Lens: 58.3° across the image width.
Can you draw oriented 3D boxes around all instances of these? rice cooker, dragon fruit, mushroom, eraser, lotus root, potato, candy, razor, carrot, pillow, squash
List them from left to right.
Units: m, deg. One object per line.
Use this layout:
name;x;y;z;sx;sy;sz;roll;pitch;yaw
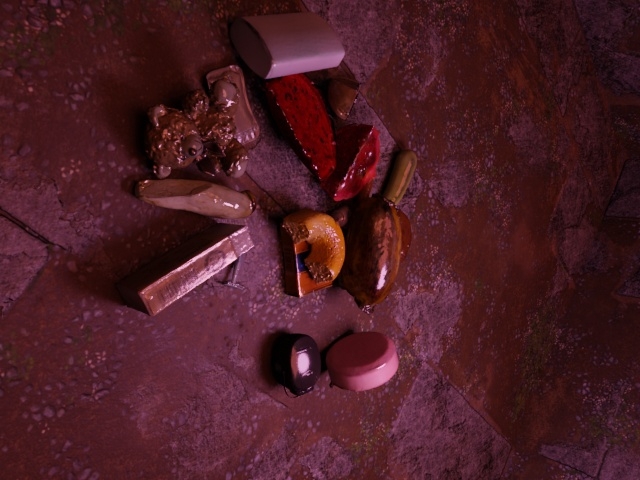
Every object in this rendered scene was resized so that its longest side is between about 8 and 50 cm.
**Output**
eraser;-0.343;0.063;1.487;0.343;0.144;0.078;-35;118;-34
mushroom;-0.315;-0.113;1.512;0.333;0.107;0.087;11;53;-43
pillow;-0.241;-0.371;1.593;0.130;0.033;0.217;-30;117;-36
razor;-0.242;0.070;1.665;0.068;0.040;0.135;23;74;-44
eraser;-0.089;-0.559;1.622;0.290;0.104;0.189;-23;67;-40
rice cooker;-0.074;0.391;1.812;0.142;0.118;0.203;-8;101;-43
dragon fruit;-0.052;-0.359;1.720;0.343;0.100;0.282;59;40;-22
potato;0.061;-0.454;1.815;0.100;0.261;0.120;24;111;-4
dragon fruit;0.100;-0.247;1.888;0.262;0.134;0.211;-59;144;1
candy;0.133;0.407;1.933;0.255;0.255;0.094;-32;118;-36
carrot;0.155;-0.167;1.997;0.047;0.047;0.191;38;69;-40
lotus root;0.175;0.044;1.891;0.196;0.179;0.397;9;91;-45
squash;0.283;-0.219;2.092;0.083;0.083;0.250;34;76;-41

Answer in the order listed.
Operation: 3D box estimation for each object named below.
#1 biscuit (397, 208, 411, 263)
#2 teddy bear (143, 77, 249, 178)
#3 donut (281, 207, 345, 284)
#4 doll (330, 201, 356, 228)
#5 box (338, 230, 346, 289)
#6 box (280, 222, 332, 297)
biscuit;0.266;-0.009;2.070;0.212;0.036;0.212;-9;102;-45
teddy bear;-0.323;-0.267;1.448;0.256;0.156;0.267;-27;127;-38
donut;0.000;-0.007;1.758;0.152;0.101;0.259;-50;122;-34
doll;0.072;-0.068;1.911;0.127;0.073;0.084;-43;115;-35
box;0.154;0.035;2.027;0.270;0.045;0.210;-26;114;-38
box;-0.042;0.048;1.826;0.152;0.070;0.237;-17;109;-42
